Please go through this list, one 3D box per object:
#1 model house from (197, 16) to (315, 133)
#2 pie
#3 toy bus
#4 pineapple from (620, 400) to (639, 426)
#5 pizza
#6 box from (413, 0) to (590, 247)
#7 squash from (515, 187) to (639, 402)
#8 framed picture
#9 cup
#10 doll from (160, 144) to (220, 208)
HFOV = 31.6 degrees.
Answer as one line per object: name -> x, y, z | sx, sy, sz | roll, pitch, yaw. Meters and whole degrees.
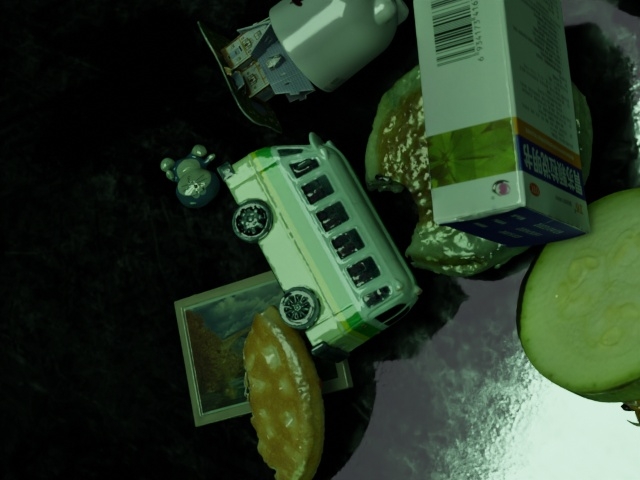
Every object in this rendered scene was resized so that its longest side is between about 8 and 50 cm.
model house -> -0.076, -0.241, 1.521 | 0.088, 0.117, 0.167 | -34, 66, 18
pie -> 0.188, -0.107, 1.378 | 0.302, 0.067, 0.302 | -6, 77, 30
toy bus -> 0.000, 0.000, 1.427 | 0.165, 0.133, 0.276 | -30, 74, 8
pineapple -> 0.406, 0.125, 1.229 | 0.225, 0.076, 0.225 | -4, 81, 27
pizza -> -0.039, 0.203, 1.448 | 0.127, 0.058, 0.246 | -14, 91, 43
box -> 0.196, -0.155, 1.225 | 0.106, 0.200, 0.299 | -10, 77, 30
squash -> 0.326, 0.059, 1.236 | 0.252, 0.049, 0.252 | -30, 42, 32
framed picture -> -0.083, 0.138, 1.533 | 0.250, 0.016, 0.184 | -17, 77, 26
cup -> 0.033, -0.293, 1.473 | 0.142, 0.173, 0.134 | -35, 100, 20
doll -> -0.175, -0.088, 1.593 | 0.076, 0.050, 0.083 | -27, 69, 5
